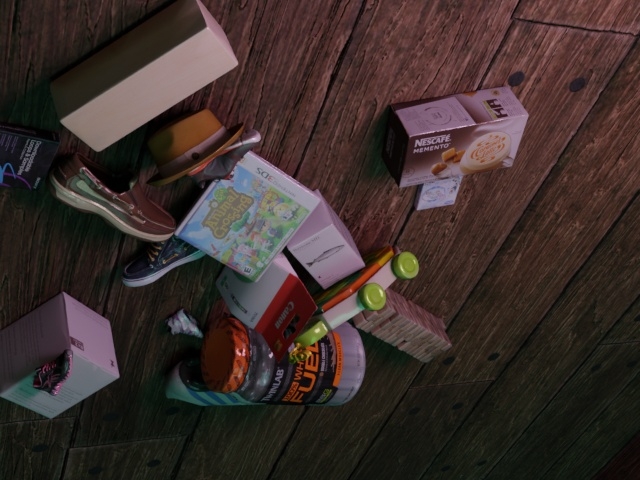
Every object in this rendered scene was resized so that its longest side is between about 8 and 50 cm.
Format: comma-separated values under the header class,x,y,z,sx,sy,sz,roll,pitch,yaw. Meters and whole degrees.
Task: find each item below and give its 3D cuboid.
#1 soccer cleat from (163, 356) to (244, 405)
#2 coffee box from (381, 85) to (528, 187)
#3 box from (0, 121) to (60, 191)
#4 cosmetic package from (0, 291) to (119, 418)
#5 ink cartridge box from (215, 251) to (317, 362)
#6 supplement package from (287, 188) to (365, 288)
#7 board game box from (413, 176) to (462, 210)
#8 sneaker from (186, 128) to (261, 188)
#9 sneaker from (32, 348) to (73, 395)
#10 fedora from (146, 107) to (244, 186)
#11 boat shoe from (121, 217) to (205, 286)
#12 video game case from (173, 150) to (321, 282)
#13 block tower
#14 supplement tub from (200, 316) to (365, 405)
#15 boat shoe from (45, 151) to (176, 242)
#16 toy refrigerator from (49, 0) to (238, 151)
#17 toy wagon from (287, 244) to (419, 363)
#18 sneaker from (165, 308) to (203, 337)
class,x,y,z,sx,sy,sz,roll,pitch,yaw
soccer cleat,-0.216,0.338,2.089,0.331,0.116,0.143,12,146,-34
coffee box,0.255,-0.200,1.684,0.246,0.098,0.141,-11,140,-15
box,-0.519,-0.140,1.422,0.162,0.029,0.116,8,132,-35
cosmetic package,-0.528,0.231,1.753,0.183,0.151,0.151,-31,141,10
ink cartridge box,-0.115,0.108,1.758,0.056,0.225,0.181,-1,137,-39
supplement package,0.000,0.000,1.786,0.105,0.105,0.179,-29,141,9
board game box,0.249,-0.107,1.854,0.090,0.020,0.090,-10,139,-17
sneaker,-0.166,-0.143,1.558,0.158,0.061,0.065,-25,116,20
sneaker,-0.500,0.243,1.632,0.057,0.047,0.119,21,123,-25
fedora,-0.223,-0.167,1.469,0.194,0.194,0.079,-29,106,8
boat shoe,-0.312,0.018,1.691,0.183,0.065,0.083,-26,136,-4
video game case,-0.137,-0.047,1.642,0.193,0.023,0.212,32,106,-23
block tower,0.198,0.202,2.133,0.091,0.097,0.335,-38,141,19
supplement tub,-0.084,0.267,1.975,0.338,0.207,0.207,8,132,-34
boat shoe,-0.346,-0.076,1.535,0.257,0.095,0.095,25,116,-43
toy refrigerator,-0.275,-0.260,1.356,0.269,0.094,0.102,-30,148,10
toy wagon,0.043,0.128,1.823,0.344,0.068,0.267,-39,-172,-38
sneaker,-0.305,0.192,1.917,0.069,0.038,0.098,-27,132,7
